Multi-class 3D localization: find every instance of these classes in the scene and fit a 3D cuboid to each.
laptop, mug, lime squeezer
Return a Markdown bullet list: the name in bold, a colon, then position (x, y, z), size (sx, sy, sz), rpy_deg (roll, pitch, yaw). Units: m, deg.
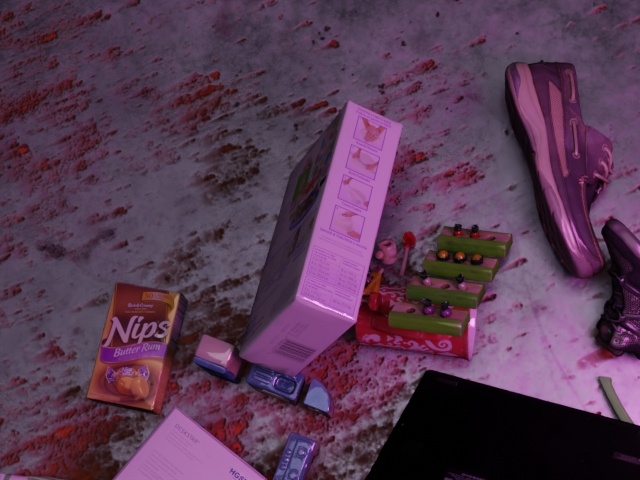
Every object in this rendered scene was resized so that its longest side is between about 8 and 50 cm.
- **laptop**: position (0.253, 0.431, 1.690), size (0.381, 0.236, 0.408), rpy_deg (14, 38, 19)
- **mug**: position (0.139, 0.108, 1.801), size (0.169, 0.150, 0.113), rpy_deg (4, 70, 13)
- **lime squeezer**: position (0.435, 0.350, 1.739), size (0.109, 0.059, 0.310), rpy_deg (7, 76, 9)

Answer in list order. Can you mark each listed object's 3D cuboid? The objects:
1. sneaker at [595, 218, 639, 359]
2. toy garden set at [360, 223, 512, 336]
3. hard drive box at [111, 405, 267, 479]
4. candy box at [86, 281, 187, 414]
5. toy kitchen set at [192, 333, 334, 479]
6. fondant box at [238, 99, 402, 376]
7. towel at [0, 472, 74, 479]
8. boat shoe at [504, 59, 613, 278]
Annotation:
- **sneaker**: position (0.439, 0.082, 1.760), size (0.130, 0.087, 0.227), rpy_deg (-31, 113, 4)
- **toy garden set**: position (0.148, 0.037, 1.794), size (0.203, 0.049, 0.244), rpy_deg (7, 35, 24)
- **hard drive box**: position (-0.212, 0.388, 1.764), size (0.181, 0.089, 0.232), rpy_deg (36, 75, 17)
- **candy box**: position (-0.281, 0.165, 1.884), size (0.109, 0.053, 0.187), rpy_deg (9, 74, 10)
- **toy kitchen set**: position (-0.099, 0.257, 1.798), size (0.207, 0.122, 0.166), rpy_deg (19, 77, 12)
- **fondant box**: position (0.000, 0.000, 1.751), size (0.096, 0.238, 0.330), rpy_deg (21, 60, -13)
- **towel**: position (-0.348, 0.483, 1.810), size (0.324, 0.038, 0.248), rpy_deg (8, 75, 9)
- **boat shoe**: position (0.378, -0.121, 1.841), size (0.130, 0.132, 0.355), rpy_deg (-15, 74, 3)
